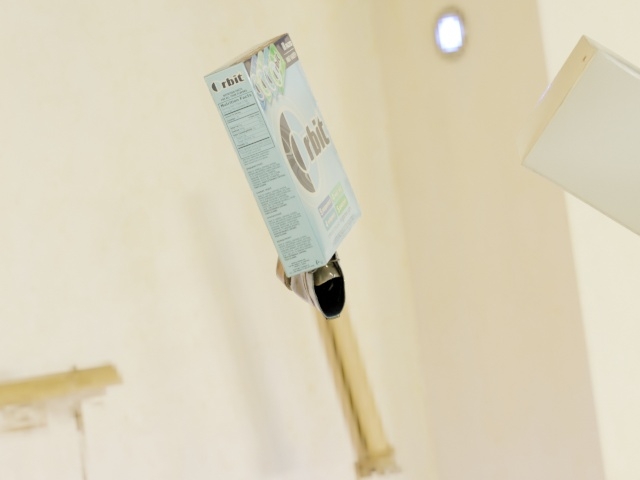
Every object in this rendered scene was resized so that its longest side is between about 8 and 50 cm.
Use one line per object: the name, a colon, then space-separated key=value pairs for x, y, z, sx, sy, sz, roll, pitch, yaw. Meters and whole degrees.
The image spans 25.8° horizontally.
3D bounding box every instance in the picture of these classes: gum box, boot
gum box: x=-0.029 y=-0.079 z=1.229 sx=0.041 sy=0.184 sz=0.157 roll=-18 pitch=-168 yaw=18
boot: x=0.000 y=0.000 z=1.787 sx=0.082 sy=0.219 sz=0.106 roll=-23 pitch=-132 yaw=-25

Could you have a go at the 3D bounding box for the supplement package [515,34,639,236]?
supplement package: x=0.255 y=-0.067 z=1.087 sx=0.179 sy=0.105 sz=0.105 roll=32 pitch=-164 yaw=-3
